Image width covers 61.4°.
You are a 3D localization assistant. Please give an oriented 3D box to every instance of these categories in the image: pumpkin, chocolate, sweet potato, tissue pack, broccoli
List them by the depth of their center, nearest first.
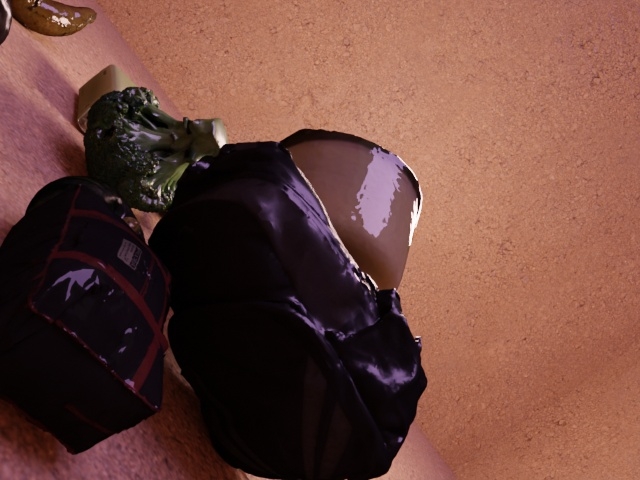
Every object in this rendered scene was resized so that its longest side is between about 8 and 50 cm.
[{"bbox_3d":[-0.289,-0.001,0.678,0.167,0.125,0.167,51,-8,10],"label":"pumpkin"},{"bbox_3d":[0.000,0.000,0.985,0.326,0.297,0.314,-15,-49,45],"label":"chocolate"},{"bbox_3d":[-0.313,-0.168,1.030,0.270,0.270,0.269,-11,90,-86],"label":"broccoli"},{"bbox_3d":[-0.462,-0.288,1.244,0.159,0.125,0.234,52,3,-37],"label":"tissue pack"},{"bbox_3d":[-0.659,-0.553,1.263,0.098,0.124,0.310,42,8,19],"label":"sweet potato"}]

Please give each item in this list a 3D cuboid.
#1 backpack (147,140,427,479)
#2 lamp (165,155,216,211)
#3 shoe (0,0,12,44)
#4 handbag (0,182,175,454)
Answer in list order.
[{"bbox_3d":[-0.063,0.089,0.731,0.255,0.363,0.445,-40,111,-51],"label":"backpack"},{"bbox_3d":[-0.276,-0.114,1.352,0.272,0.205,0.374,46,-3,-41],"label":"lamp"},{"bbox_3d":[-0.505,-0.340,0.695,0.237,0.171,0.384,46,5,-8],"label":"shoe"},{"bbox_3d":[-0.225,0.069,0.514,0.169,0.155,0.215,59,8,-32],"label":"handbag"}]
